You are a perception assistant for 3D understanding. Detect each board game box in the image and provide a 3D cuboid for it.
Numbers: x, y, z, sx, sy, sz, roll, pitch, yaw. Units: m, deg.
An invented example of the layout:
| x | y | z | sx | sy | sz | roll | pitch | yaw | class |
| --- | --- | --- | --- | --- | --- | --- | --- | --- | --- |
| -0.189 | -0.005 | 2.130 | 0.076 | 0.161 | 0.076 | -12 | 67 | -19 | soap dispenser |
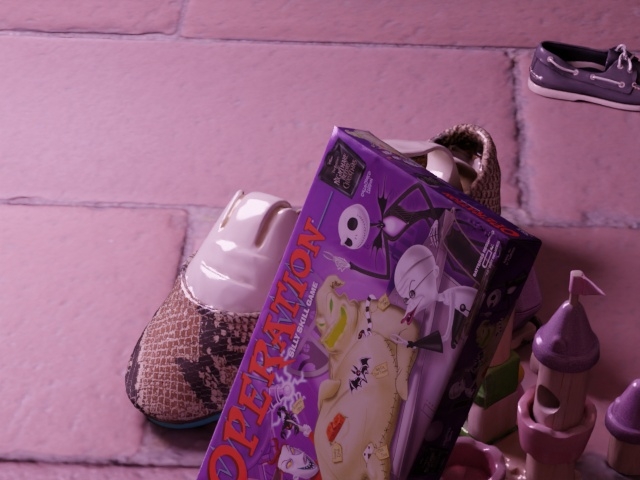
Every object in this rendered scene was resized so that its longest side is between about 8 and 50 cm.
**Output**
| x | y | z | sx | sy | sz | roll | pitch | yaw | class |
| --- | --- | --- | --- | --- | --- | --- | --- | --- | --- |
| 0.027 | 0.108 | 1.293 | 0.056 | 0.347 | 0.208 | 6 | 22 | -42 | board game box |

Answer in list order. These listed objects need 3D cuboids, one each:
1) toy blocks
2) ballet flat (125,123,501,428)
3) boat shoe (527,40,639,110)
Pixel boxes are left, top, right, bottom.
| x | y | z | sx | sy | sz | roll | pitch | yaw | class |
| --- | --- | --- | --- | --- | --- | --- | --- | --- | --- |
| 0.145 | 0.076 | 1.404 | 0.309 | 0.260 | 0.288 | -23 | 40 | -30 | toy blocks |
| 0.000 | 0.000 | 1.581 | 0.483 | 0.182 | 0.164 | -28 | 45 | -35 | ballet flat |
| 0.361 | -0.208 | 1.998 | 0.206 | 0.065 | 0.075 | 6 | 34 | 7 | boat shoe |
